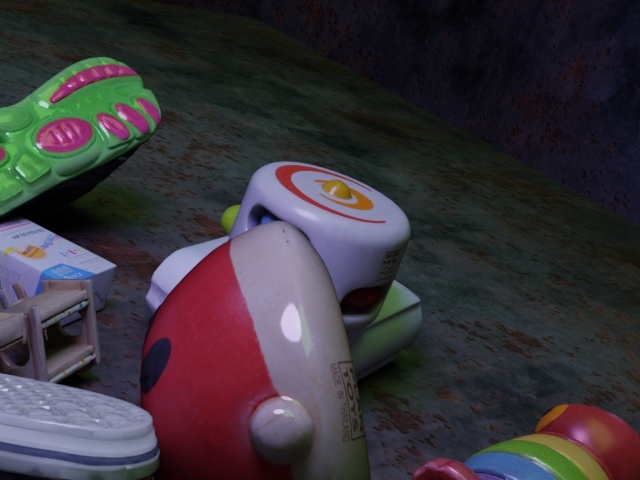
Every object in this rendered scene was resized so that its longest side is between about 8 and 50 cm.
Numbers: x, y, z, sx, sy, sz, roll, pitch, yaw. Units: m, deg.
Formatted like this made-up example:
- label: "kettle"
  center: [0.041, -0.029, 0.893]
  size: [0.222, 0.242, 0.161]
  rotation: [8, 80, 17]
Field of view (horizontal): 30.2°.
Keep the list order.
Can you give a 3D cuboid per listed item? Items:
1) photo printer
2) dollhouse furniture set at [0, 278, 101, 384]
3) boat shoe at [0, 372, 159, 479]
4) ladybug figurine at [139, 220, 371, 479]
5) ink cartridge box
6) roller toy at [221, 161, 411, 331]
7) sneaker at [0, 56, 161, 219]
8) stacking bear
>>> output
- label: "photo printer"
  center: [-0.045, 0.085, 1.448]
  size: [0.256, 0.107, 0.307]
  rotation: [28, 21, 21]
- label: "dollhouse furniture set"
  center: [-0.334, 0.108, 1.170]
  size: [0.160, 0.101, 0.182]
  rotation: [0, 12, 20]
- label: "boat shoe"
  center: [-0.356, 0.158, 0.858]
  size: [0.500, 0.156, 0.187]
  rotation: [9, 4, 16]
- label: "ladybug figurine"
  center: [-0.056, 0.140, 0.993]
  size: [0.161, 0.305, 0.449]
  rotation: [-9, -7, -3]
- label: "ink cartridge box"
  center: [-0.344, 0.027, 1.377]
  size: [0.181, 0.062, 0.104]
  rotation: [25, 19, 16]
- label: "roller toy"
  center: [0.000, 0.000, 1.334]
  size: [0.209, 0.146, 0.191]
  rotation: [16, 20, -14]
- label: "sneaker"
  center: [-0.408, -0.079, 1.478]
  size: [0.482, 0.202, 0.185]
  rotation: [-22, 70, -42]
- label: "stacking bear"
  center: [0.199, 0.242, 1.083]
  size: [0.289, 0.175, 0.164]
  rotation: [-23, 66, -45]
